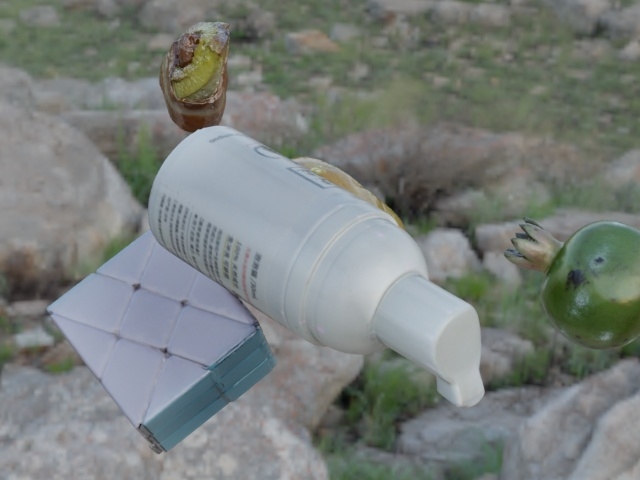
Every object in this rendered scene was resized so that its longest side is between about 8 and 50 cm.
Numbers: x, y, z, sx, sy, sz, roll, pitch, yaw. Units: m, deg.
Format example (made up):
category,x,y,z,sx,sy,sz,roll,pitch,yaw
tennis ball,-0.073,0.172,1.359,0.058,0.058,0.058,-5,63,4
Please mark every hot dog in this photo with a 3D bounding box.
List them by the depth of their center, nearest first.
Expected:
category,x,y,z,sx,sy,sz,roll,pitch,yaw
hot dog,-0.172,-0.218,1.718,0.093,0.261,0.123,4,67,-4

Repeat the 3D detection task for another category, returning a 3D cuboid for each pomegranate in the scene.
category,x,y,z,sx,sy,sz,roll,pitch,yaw
pomegranate,0.366,0.048,1.774,0.225,0.187,0.187,32,32,10

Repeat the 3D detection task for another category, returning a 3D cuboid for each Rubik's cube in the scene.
category,x,y,z,sx,sy,sz,roll,pitch,yaw
Rubik's cube,-0.222,0.141,1.833,0.231,0.224,0.221,-38,73,-8

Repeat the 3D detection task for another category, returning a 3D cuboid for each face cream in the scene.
category,x,y,z,sx,sy,sz,roll,pitch,yaw
face cream,0.010,0.024,1.196,0.370,0.145,0.145,29,35,33

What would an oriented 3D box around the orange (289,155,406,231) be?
category,x,y,z,sx,sy,sz,roll,pitch,yaw
orange,0.002,0.002,1.613,0.237,0.179,0.158,43,6,-5
